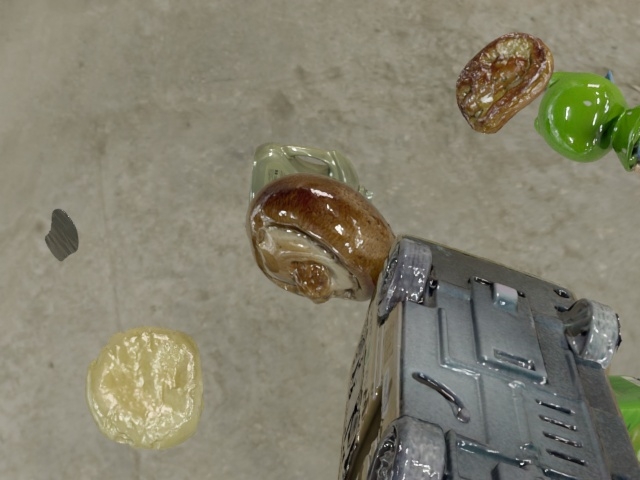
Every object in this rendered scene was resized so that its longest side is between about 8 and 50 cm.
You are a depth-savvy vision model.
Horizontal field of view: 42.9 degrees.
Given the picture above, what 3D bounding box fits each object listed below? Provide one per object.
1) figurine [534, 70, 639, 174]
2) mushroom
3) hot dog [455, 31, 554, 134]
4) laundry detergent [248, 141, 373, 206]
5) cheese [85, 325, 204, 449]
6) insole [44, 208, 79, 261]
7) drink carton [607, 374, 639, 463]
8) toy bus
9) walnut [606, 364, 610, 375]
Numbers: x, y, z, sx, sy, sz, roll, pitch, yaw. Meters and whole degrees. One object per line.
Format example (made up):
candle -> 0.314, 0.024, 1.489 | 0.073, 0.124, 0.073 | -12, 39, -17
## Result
figurine -> 0.495, -0.202, 1.413 | 0.263, 0.143, 0.162 | 32, 130, 36
mushroom -> 0.000, 0.000, 1.248 | 0.253, 0.153, 0.253 | 20, 146, 14
hot dog -> 0.241, -0.207, 1.081 | 0.147, 0.065, 0.099 | -41, 68, 37
laundry detergent -> -0.017, -0.112, 1.686 | 0.253, 0.091, 0.181 | 8, 122, -2
cheese -> -0.315, 0.264, 1.470 | 0.117, 0.213, 0.226 | 104, 166, -51
insole -> -0.482, -0.005, 1.520 | 0.080, 0.003, 0.232 | 53, 150, -2
drink carton -> 0.327, 0.262, 1.033 | 0.108, 0.270, 0.161 | 31, 113, 61
toy bus -> 0.076, 0.120, 0.426 | 0.139, 0.290, 0.157 | 18, 117, -4
walnut -> 0.322, 0.211, 1.310 | 0.251, 0.313, 0.277 | 15, 128, -3
